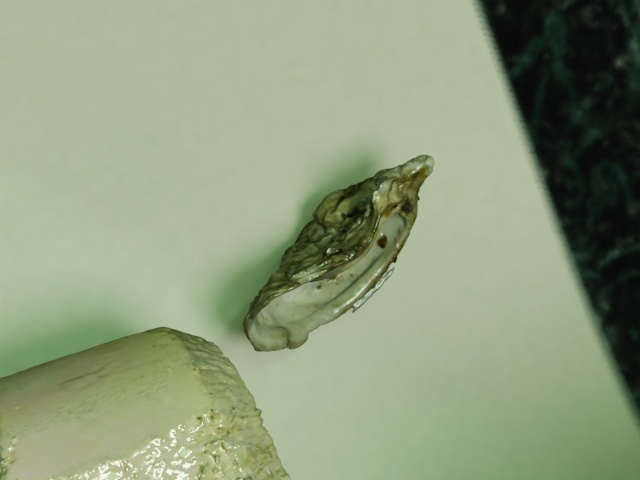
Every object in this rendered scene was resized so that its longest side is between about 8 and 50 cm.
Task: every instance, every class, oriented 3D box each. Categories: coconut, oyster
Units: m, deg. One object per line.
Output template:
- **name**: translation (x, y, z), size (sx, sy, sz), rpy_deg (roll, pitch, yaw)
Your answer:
- **coconut**: translation (-0.079, 0.096, 0.653), size (0.122, 0.116, 0.116), rpy_deg (-23, 83, -17)
- **oyster**: translation (0.000, 0.000, 0.717), size (0.038, 0.081, 0.083), rpy_deg (44, 36, 23)
